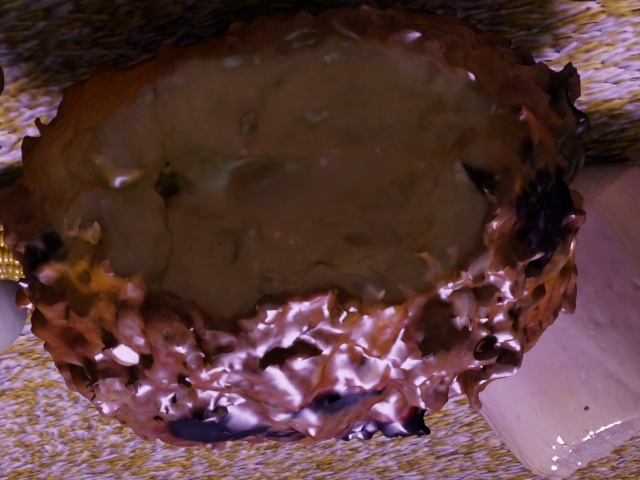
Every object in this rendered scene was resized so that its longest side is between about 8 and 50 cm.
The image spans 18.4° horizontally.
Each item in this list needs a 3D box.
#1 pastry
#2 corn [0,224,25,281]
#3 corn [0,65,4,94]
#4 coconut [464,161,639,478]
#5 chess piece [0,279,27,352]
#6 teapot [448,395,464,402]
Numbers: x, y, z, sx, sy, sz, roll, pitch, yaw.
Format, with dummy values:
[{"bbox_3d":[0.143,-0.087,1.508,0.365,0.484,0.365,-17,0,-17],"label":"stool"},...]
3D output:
[{"bbox_3d":[-0.009,0.007,1.380,0.405,0.292,0.337,-14,163,-3],"label":"pastry"},{"bbox_3d":[-0.216,0.001,1.545,0.203,0.072,0.072,6,159,8],"label":"corn"},{"bbox_3d":[-0.351,-0.063,1.374,0.320,0.097,0.097,-17,155,28],"label":"corn"},{"bbox_3d":[0.199,0.049,1.620,0.239,0.244,0.239,-34,172,-5],"label":"coconut"},{"bbox_3d":[-0.366,0.076,1.681,0.243,0.133,0.133,-19,156,10],"label":"chess piece"},{"bbox_3d":[0.099,0.119,1.936,0.145,0.092,0.226,-2,158,-4],"label":"teapot"}]
